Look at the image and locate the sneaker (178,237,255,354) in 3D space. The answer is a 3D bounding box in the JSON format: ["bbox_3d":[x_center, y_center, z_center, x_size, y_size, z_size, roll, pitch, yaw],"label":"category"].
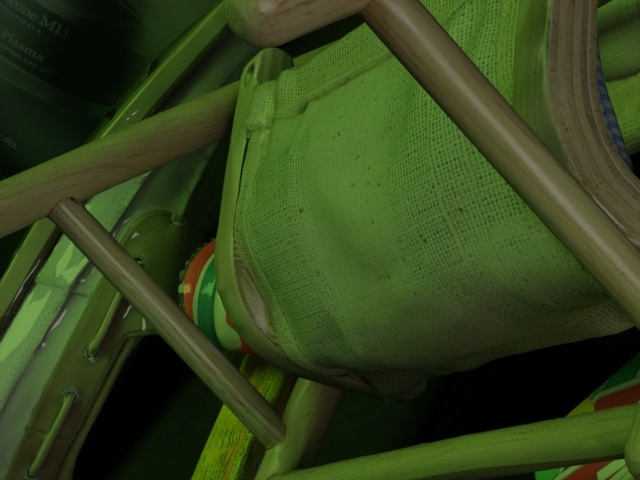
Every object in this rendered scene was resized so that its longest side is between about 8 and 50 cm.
[{"bbox_3d":[0.000,0.000,0.730,0.075,0.057,0.161,7,37,24],"label":"sneaker"}]

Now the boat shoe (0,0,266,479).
[{"bbox_3d":[-0.109,0.012,0.841,0.302,0.103,0.113,-54,10,0],"label":"boat shoe"}]

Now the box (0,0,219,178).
[{"bbox_3d":[-0.185,-0.219,1.073,0.294,0.296,0.183,-35,27,36],"label":"box"}]

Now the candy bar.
[{"bbox_3d":[-0.039,0.099,0.685,0.040,0.018,0.161,-18,39,42],"label":"candy bar"}]

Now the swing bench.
[{"bbox_3d":[0.054,-0.055,0.506,0.255,0.165,0.253,-47,10,-27],"label":"swing bench"}]

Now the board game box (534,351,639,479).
[{"bbox_3d":[0.159,0.010,0.397,0.259,0.039,0.124,-42,15,17],"label":"board game box"}]
